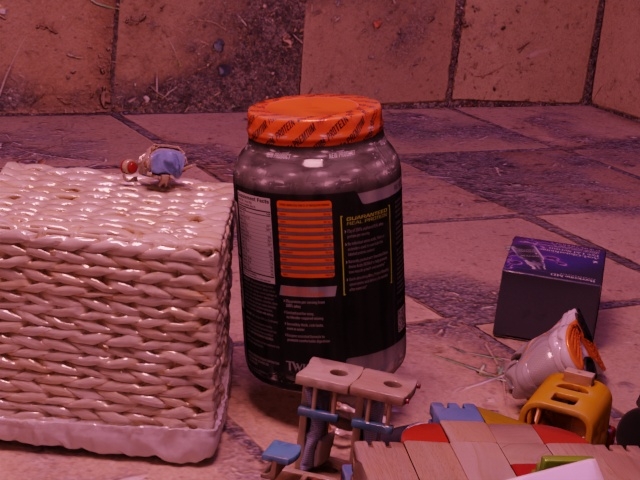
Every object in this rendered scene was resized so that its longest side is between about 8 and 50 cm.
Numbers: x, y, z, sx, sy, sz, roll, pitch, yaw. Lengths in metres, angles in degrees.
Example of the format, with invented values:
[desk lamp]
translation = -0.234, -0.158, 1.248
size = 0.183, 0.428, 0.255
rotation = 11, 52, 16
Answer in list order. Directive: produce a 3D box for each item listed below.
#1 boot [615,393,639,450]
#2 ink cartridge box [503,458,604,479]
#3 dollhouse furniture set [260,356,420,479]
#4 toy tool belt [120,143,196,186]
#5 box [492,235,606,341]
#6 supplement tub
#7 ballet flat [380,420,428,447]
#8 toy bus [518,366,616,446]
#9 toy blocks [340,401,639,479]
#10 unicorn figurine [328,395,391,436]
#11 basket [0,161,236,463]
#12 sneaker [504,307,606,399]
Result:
[boot]
translation = 0.461, 0.254, 1.555
size = 0.263, 0.091, 0.229
rotation = 38, 13, 21
[ink cartridge box]
translation = 0.131, 0.313, 0.914
size = 0.207, 0.117, 0.283
rotation = -12, 58, -9
[dollhouse furniture set]
translation = 0.019, 0.225, 1.458
size = 0.129, 0.129, 0.183
rotation = 10, 16, 15
[toy tool belt]
translation = -0.200, -0.093, 1.680
size = 0.083, 0.052, 0.051
rotation = -8, 13, -40
[box]
translation = 0.357, 0.079, 2.098
size = 0.153, 0.108, 0.207
rotation = 9, 16, 10
[supplement tub]
translation = 0.000, 0.000, 1.667
size = 0.207, 0.338, 0.207
rotation = -2, 17, 1
[ballet flat]
translation = 0.157, 0.236, 1.553
size = 0.203, 0.074, 0.074
rotation = 9, 17, 9
[toy bus]
translation = 0.305, 0.209, 1.648
size = 0.191, 0.104, 0.202
rotation = -2, 18, -23
[toy blocks]
translation = 0.170, 0.247, 1.316
size = 0.381, 0.191, 0.261
rotation = 2, 15, -8
[unicorn figurine]
translation = 0.050, 0.208, 1.670
size = 0.111, 0.060, 0.162
rotation = 10, 28, -21
[basket]
translation = -0.263, 0.075, 1.647
size = 0.331, 0.266, 0.328
rotation = 7, 16, -2
[sneaker]
translation = 0.310, 0.160, 1.843
size = 0.121, 0.099, 0.262
rotation = -25, -8, 16
